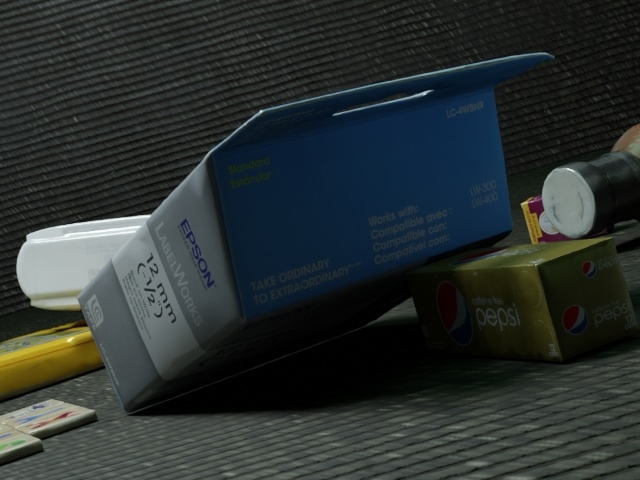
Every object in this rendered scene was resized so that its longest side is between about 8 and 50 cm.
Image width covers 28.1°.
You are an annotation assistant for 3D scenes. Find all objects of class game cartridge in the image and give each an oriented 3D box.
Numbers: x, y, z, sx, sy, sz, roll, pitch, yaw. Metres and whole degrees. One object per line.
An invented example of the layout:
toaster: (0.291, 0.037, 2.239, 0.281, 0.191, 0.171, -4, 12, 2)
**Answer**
game cartridge: (-0.355, 0.141, 1.479, 0.323, 0.053, 0.285, -18, 4, -30)

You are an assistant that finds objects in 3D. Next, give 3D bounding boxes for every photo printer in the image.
photo printer: (-0.207, 0.035, 1.635, 0.255, 0.107, 0.307, -6, -6, 11)

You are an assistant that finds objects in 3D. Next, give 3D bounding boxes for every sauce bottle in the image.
sauce bottle: (0.366, -0.076, 1.262, 0.344, 0.111, 0.111, -19, 5, -33)

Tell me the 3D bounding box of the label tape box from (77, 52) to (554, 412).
label tape box: (0.000, 0.000, 0.941, 0.249, 0.115, 0.347, -17, -10, -34)

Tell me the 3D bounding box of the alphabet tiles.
alphabet tiles: (-0.361, 0.188, 1.027, 0.342, 0.011, 0.285, -17, 4, -23)

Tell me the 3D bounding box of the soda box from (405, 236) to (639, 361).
soda box: (0.124, 0.038, 0.825, 0.058, 0.061, 0.181, -18, 3, -22)

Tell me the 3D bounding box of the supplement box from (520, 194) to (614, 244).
supplement box: (0.263, -0.026, 1.363, 0.083, 0.055, 0.043, -15, 4, 23)
